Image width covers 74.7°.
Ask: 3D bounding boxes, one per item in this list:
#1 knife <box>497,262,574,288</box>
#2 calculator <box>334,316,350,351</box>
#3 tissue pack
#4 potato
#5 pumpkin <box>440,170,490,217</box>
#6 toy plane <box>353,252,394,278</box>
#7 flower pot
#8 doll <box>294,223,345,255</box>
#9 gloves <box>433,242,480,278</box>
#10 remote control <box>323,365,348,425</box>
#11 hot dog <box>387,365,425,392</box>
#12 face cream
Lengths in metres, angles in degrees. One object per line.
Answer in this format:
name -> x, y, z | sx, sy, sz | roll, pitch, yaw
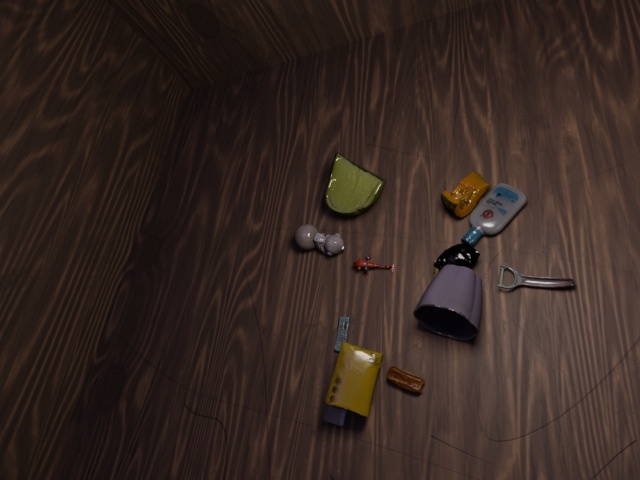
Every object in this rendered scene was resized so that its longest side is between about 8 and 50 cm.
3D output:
knife -> 0.885, 0.159, 1.727 | 0.278, 0.053, 0.123 | 5, 61, 28
calculator -> 0.102, 0.445, 1.992 | 0.057, 0.018, 0.172 | -1, 61, 25
tissue pack -> 0.145, 0.588, 1.783 | 0.192, 0.134, 0.271 | 14, 68, 10
potato -> 0.184, -0.263, 2.259 | 0.330, 0.212, 0.280 | 34, 100, 27
pumpkin -> 0.687, -0.209, 2.005 | 0.248, 0.126, 0.131 | -30, 43, -14
toy plane -> 0.256, 0.131, 2.059 | 0.194, 0.077, 0.126 | 26, 85, 26
flower pot -> 0.552, 0.243, 1.739 | 0.265, 0.265, 0.243 | 13, 60, 32
doll -> 0.000, 0.000, 2.221 | 0.287, 0.151, 0.151 | 16, 71, 30
gloves -> 0.590, 0.104, 1.880 | 0.203, 0.124, 0.164 | -38, 34, -7
remote control -> 0.088, 0.679, 1.854 | 0.103, 0.034, 0.250 | 3, 64, 28
hot dog -> 0.355, 0.584, 1.764 | 0.165, 0.045, 0.071 | 15, 73, 33
face cream -> 0.774, -0.108, 1.917 | 0.337, 0.080, 0.163 | -46, 53, -4
